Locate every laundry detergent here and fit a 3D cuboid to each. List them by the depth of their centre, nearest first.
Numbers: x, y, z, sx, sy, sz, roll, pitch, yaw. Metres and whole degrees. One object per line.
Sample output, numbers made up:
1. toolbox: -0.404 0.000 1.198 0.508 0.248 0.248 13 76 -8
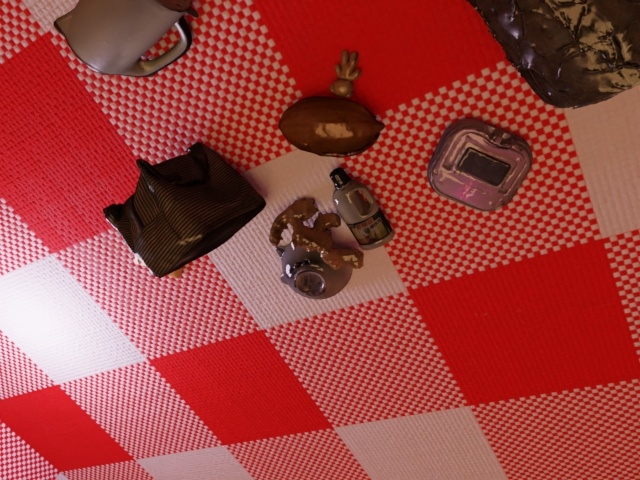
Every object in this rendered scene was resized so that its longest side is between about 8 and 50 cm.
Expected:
1. laundry detergent: 0.093 -0.083 1.305 0.099 0.070 0.226 -16 118 33

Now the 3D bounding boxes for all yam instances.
1. yam: 0.409 -0.411 0.899 0.348 0.241 0.241 45 123 -12

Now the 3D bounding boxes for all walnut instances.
1. walnut: 0.021 -0.251 1.164 0.245 0.137 0.137 10 127 17

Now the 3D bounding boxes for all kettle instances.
1. kettle: -0.392 -0.460 1.115 0.255 0.165 0.240 -31 141 30

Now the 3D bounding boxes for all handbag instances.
1. handbag: -0.324 -0.081 1.268 0.240 0.340 0.247 49 121 0

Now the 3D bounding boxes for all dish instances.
1. dish: -0.028 0.087 1.443 0.227 0.086 0.236 33 125 -10

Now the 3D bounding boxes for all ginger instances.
1. ginger: 0.004 -0.015 1.352 0.258 0.065 0.150 23 97 1

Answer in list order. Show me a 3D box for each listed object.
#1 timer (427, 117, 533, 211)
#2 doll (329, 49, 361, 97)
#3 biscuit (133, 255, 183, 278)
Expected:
1. timer: 0.355 -0.165 1.183 0.208 0.069 0.191 21 124 0
2. doll: 0.056 -0.357 1.132 0.061 0.051 0.093 16 126 11
3. biscuit: -0.464 -0.002 1.522 0.160 0.030 0.250 20 127 0
